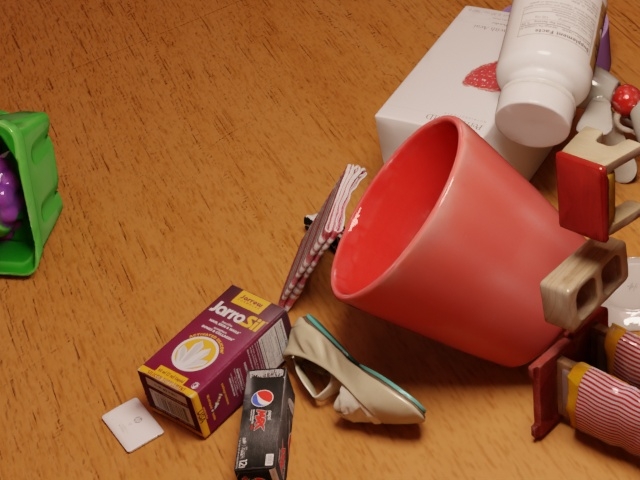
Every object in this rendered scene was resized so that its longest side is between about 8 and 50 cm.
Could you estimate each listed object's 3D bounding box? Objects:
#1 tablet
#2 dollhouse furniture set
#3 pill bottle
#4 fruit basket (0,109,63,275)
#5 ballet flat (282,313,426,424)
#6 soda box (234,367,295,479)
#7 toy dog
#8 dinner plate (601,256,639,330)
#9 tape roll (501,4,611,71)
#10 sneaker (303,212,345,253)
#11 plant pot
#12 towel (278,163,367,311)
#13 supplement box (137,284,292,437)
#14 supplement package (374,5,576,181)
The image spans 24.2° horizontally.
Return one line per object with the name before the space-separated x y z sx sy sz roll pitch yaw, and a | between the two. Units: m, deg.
tablet | -0.245 0.240 1.946 0.054 0.006 0.083 -29 42 -18
dollhouse furniture set | 0.349 0.085 1.681 0.201 0.374 0.152 22 47 37
pill bottle | 0.308 -0.246 2.022 0.131 0.131 0.229 5 58 21
fruit basket | -0.599 -0.043 2.203 0.392 0.283 0.392 -4 23 2
ballet flat | 0.034 0.184 1.891 0.086 0.086 0.248 -32 41 -21
soda box | -0.068 0.238 1.856 0.053 0.060 0.169 -6 41 11
toy dog | 0.446 -0.120 2.063 0.334 0.220 0.161 32 89 49
dinner plate | 0.413 0.065 1.962 0.141 0.017 0.141 -9 39 7
tape roll | 0.364 -0.308 2.365 0.189 0.080 0.189 -7 40 6
sneaker | 0.022 -0.013 2.145 0.044 0.040 0.109 -25 44 -27
plant pot | 0.186 0.017 1.856 0.275 0.243 0.275 -51 19 25
towel | 0.000 0.000 2.041 0.029 0.197 0.144 27 45 -6
supplement box | -0.133 0.156 1.955 0.104 0.081 0.188 22 51 35
supplement package | 0.233 -0.184 2.180 0.177 0.175 0.293 15 47 28
